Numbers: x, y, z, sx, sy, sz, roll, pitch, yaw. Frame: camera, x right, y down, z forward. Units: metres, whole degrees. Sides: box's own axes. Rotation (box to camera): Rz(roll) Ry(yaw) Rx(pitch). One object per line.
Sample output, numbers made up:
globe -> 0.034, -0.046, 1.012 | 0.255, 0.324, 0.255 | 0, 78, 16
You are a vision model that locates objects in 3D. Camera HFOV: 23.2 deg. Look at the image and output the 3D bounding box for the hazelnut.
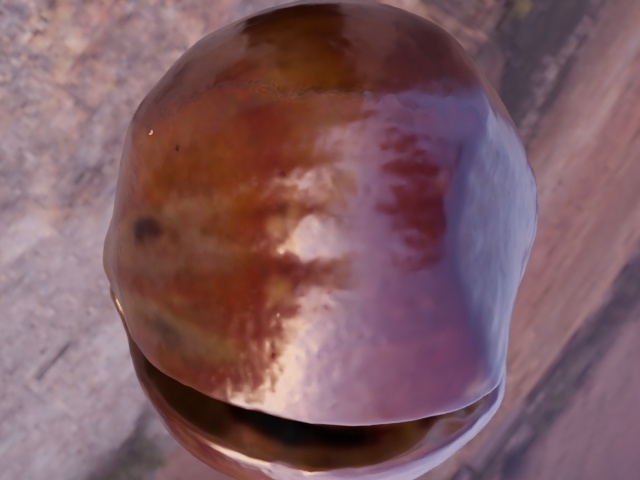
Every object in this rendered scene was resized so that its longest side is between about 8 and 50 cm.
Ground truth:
hazelnut -> 0.000, 0.000, 0.762 | 0.217, 0.217, 0.251 | -40, 144, -38
